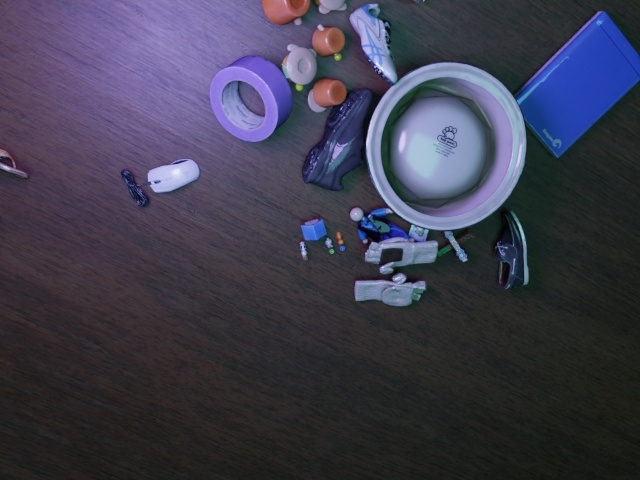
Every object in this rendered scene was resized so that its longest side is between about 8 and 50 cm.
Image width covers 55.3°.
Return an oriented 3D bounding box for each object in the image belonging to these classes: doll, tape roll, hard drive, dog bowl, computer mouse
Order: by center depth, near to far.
[{"bbox_3d":[-0.167,-0.341,1.474,0.188,0.080,0.189,16,131,20],"label":"tape roll"},{"bbox_3d":[0.299,-0.234,1.544,0.407,0.150,0.409,-1,99,-7],"label":"dog bowl"},{"bbox_3d":[-0.409,-0.159,1.579,0.192,0.042,0.106,-19,108,1],"label":"computer mouse"},{"bbox_3d":[0.677,-0.404,1.607,0.210,0.040,0.319,42,100,-17],"label":"hard drive"},{"bbox_3d":[0.164,-0.034,1.674,0.188,0.046,0.129,31,113,-8],"label":"doll"}]

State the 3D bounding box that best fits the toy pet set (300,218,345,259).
[{"bbox_3d":[0.000,0.000,1.660,0.122,0.065,0.114,-16,109,-1],"label":"toy pet set"}]

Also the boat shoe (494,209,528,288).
[{"bbox_3d":[0.530,0.029,1.713,0.079,0.084,0.233,-12,112,-2],"label":"boat shoe"}]

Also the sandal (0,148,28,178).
[{"bbox_3d":[-0.808,-0.211,1.516,0.180,0.072,0.049,32,81,-10],"label":"sandal"}]

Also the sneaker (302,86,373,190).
[{"bbox_3d":[0.065,-0.256,1.575,0.130,0.109,0.286,23,112,-22],"label":"sneaker"}]

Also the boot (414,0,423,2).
[{"bbox_3d":[0.289,-0.646,1.461,0.165,0.213,0.077,-41,71,42],"label":"boot"}]

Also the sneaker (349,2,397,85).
[{"bbox_3d":[0.138,-0.471,1.449,0.086,0.237,0.085,-28,153,19],"label":"sneaker"}]

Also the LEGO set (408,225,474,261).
[{"bbox_3d":[0.344,-0.041,1.704,0.182,0.060,0.245,15,105,2],"label":"LEGO set"}]

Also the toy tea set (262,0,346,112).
[{"bbox_3d":[-0.037,-0.482,1.494,0.199,0.124,0.336,-14,108,-32],"label":"toy tea set"}]

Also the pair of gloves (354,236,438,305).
[{"bbox_3d":[0.208,0.094,1.689,0.204,0.042,0.240,5,129,-8],"label":"pair of gloves"}]
